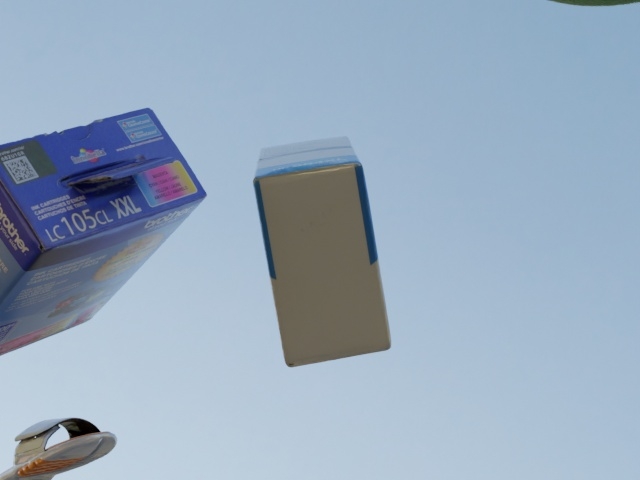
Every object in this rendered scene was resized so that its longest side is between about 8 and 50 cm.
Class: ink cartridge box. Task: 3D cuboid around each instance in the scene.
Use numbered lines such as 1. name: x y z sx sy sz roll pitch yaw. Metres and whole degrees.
1. ink cartridge box: -0.329 -0.013 1.515 0.151 0.270 0.395 55 -48 11
2. ink cartridge box: 0.000 0.000 0.990 0.086 0.203 0.148 -10 -79 1

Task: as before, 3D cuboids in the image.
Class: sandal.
1. sandal: -0.397 0.296 1.730 0.265 0.076 0.102 -29 -23 37

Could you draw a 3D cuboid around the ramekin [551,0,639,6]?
1. ramekin: 0.308 -0.380 1.207 0.304 0.148 0.303 -5 -25 -2
